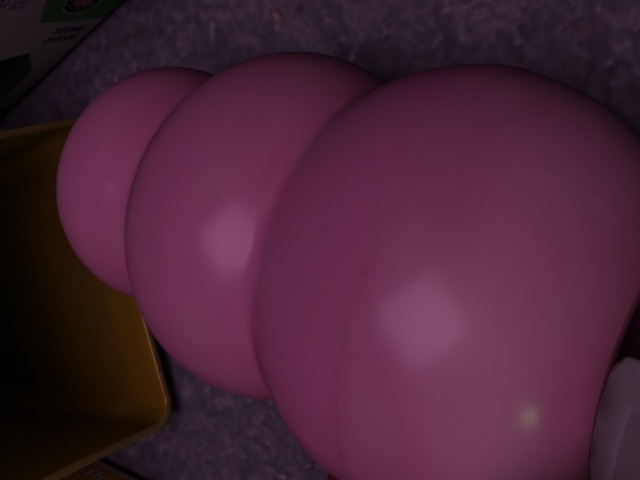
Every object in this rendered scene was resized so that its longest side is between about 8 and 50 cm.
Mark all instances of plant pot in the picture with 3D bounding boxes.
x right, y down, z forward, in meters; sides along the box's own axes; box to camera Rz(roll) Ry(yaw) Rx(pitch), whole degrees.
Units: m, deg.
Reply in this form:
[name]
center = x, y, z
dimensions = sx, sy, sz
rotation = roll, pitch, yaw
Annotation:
[plant pot]
center = -0.257, 0.056, 0.629
dimensions = 0.187, 0.212, 0.212
rotation = -10, 97, 40

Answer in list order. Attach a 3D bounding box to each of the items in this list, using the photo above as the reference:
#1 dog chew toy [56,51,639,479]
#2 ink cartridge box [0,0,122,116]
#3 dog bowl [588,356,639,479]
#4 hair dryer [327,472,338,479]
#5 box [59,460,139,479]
[dog chew toy]
center = 0.000, 0.000, 0.486
dimensions = 0.332, 0.206, 0.207
rotation = 19, 109, 30
[ink cartridge box]
center = -0.265, -0.132, 0.580
dimensions = 0.289, 0.211, 0.121
rotation = -34, 86, 30
[dog bowl]
center = 0.274, 0.094, 0.325
dimensions = 0.348, 0.102, 0.349
rotation = 0, 124, -1
[hair dryer]
center = 0.006, 0.227, 0.594
dimensions = 0.223, 0.080, 0.293
rotation = 20, 109, 23
[box]
center = -0.201, 0.213, 0.677
dimensions = 0.203, 0.114, 0.103
rotation = 19, 110, 23
